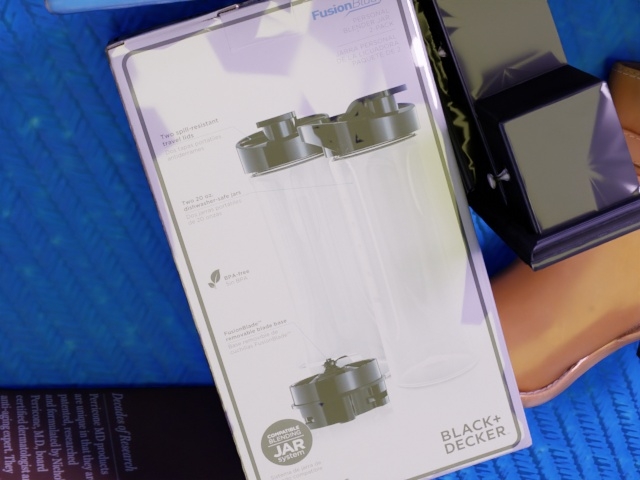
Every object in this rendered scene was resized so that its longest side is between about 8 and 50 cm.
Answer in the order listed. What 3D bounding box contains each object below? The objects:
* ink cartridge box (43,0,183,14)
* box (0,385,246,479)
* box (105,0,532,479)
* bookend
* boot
[{"bbox_3d":[0.048,-0.283,0.608,0.394,0.166,0.285,-8,121,-10],"label":"ink cartridge box"},{"bbox_3d":[-0.239,0.206,0.863,0.381,0.143,0.191,3,120,-15],"label":"box"},{"bbox_3d":[0.000,0.000,0.765,0.169,0.087,0.290,-19,102,-4],"label":"box"},{"bbox_3d":[0.106,-0.084,0.736,0.072,0.157,0.156,-22,107,-1],"label":"bookend"},{"bbox_3d":[0.175,-0.006,0.866,0.283,0.109,0.220,4,113,-5],"label":"boot"}]
